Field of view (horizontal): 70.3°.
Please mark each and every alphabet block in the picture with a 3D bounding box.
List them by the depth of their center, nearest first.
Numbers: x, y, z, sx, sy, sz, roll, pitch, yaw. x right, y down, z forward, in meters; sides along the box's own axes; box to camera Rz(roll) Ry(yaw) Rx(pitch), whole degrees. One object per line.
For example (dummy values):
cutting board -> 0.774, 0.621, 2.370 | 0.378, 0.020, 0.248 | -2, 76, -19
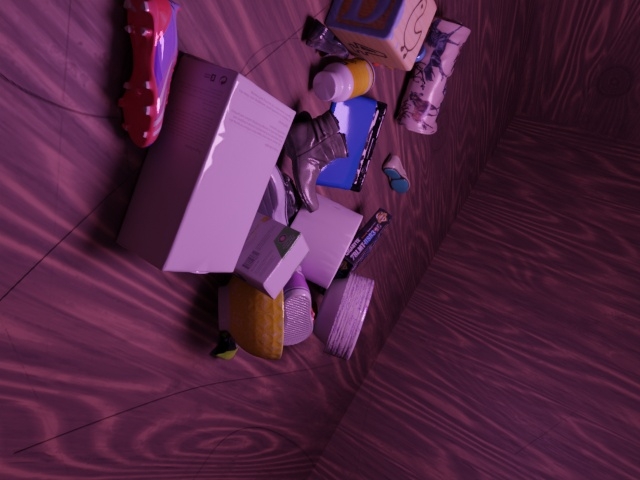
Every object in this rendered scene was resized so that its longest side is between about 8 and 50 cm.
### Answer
alphabet block -> 0.161, -0.585, 1.180 | 0.197, 0.193, 0.193 | 6, 110, -63

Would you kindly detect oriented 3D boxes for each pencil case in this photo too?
pencil case -> 0.410, -0.604, 1.663 | 0.183, 0.159, 0.411 | -33, 142, -62

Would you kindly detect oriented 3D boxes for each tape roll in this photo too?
tape roll -> 0.000, 0.000, 1.345 | 0.246, 0.169, 0.246 | -63, 177, -6

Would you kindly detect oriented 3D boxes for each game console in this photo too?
game console -> 0.090, -0.323, 1.474 | 0.250, 0.173, 0.293 | -85, -168, -72

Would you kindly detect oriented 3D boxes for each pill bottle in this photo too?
pill bottle -> 0.062, -0.433, 1.232 | 0.184, 0.103, 0.103 | -35, 142, -46

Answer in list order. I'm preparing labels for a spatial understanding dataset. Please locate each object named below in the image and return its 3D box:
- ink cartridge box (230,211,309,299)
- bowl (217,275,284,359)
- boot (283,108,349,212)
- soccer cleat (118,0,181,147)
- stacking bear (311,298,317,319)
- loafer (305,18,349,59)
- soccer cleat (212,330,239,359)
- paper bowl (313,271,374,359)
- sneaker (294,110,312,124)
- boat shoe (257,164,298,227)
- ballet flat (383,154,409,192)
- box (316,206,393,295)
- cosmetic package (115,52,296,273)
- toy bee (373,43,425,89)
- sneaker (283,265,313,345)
ink cartridge box -> -0.159, 0.021, 1.104 | 0.154, 0.212, 0.093 | -55, 152, -19
bowl -> -0.193, 0.176, 1.210 | 0.156, 0.289, 0.290 | 0, 123, -14
boot -> 0.002, -0.202, 1.178 | 0.083, 0.161, 0.247 | -100, 173, -72
soccer cleat -> -0.280, -0.281, 0.768 | 0.095, 0.083, 0.248 | -30, 136, -56
stacking bear -> -0.089, 0.235, 1.506 | 0.164, 0.175, 0.289 | -36, 164, 4
loafer -> 0.016, -0.497, 1.156 | 0.061, 0.062, 0.170 | -48, 155, 19
soccer cleat -> -0.252, 0.270, 1.341 | 0.072, 0.060, 0.179 | 34, 83, -51
paper bowl -> 0.070, 0.243, 1.523 | 0.284, 0.148, 0.284 | 20, 90, -86
sneaker -> -0.025, -0.298, 1.259 | 0.089, 0.051, 0.170 | -46, 154, -33
boat shoe -> -0.126, -0.126, 1.174 | 0.119, 0.121, 0.335 | -60, 166, -24
ballet flat -> 0.324, -0.281, 1.897 | 0.086, 0.086, 0.248 | -61, 153, -7
box -> 0.130, 0.054, 1.730 | 0.293, 0.073, 0.295 | -47, 171, -35
cosmetic package -> -0.224, -0.134, 0.917 | 0.217, 0.156, 0.385 | 14, 102, -63
toy bee -> 0.239, -0.603, 1.395 | 0.195, 0.162, 0.298 | 73, 24, -44
sneaker -> -0.079, 0.170, 1.273 | 0.102, 0.161, 0.282 | -4, 138, -16
